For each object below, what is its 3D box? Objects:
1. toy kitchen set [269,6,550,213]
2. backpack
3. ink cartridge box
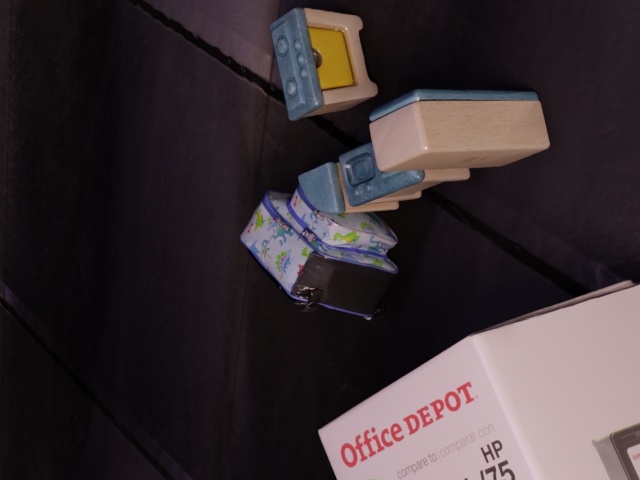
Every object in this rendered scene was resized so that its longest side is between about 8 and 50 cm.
[{"bbox_3d":[0.038,-0.116,1.069,0.207,0.122,0.166,-21,77,50],"label":"toy kitchen set"},{"bbox_3d":[0.000,0.000,1.186,0.114,0.105,0.084,40,109,40],"label":"backpack"},{"bbox_3d":[0.167,0.190,0.931,0.198,0.197,0.270,-40,68,51],"label":"ink cartridge box"}]
